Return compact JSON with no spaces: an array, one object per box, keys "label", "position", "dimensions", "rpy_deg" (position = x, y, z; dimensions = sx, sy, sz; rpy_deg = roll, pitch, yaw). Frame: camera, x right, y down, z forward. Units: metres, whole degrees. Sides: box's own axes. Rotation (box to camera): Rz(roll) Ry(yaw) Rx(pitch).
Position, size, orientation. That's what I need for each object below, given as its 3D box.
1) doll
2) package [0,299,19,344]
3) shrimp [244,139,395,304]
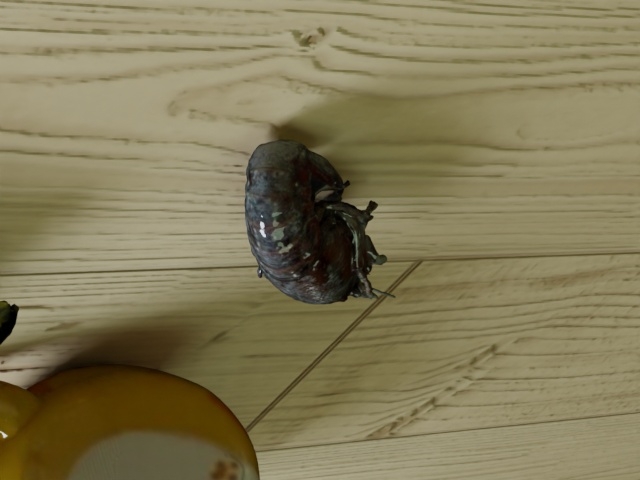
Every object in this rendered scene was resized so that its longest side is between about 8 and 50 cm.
[{"label":"doll","position":[-0.126,0.172,1.082],"dimensions":[0.167,0.162,0.269],"rpy_deg":[-44,159,-25]},{"label":"package","position":[-0.262,0.067,0.840],"dimensions":[0.226,0.090,0.168],"rpy_deg":[4,143,-47]},{"label":"shrimp","position":[0.000,0.000,0.938],"dimensions":[0.057,0.065,0.165],"rpy_deg":[7,168,19]}]
